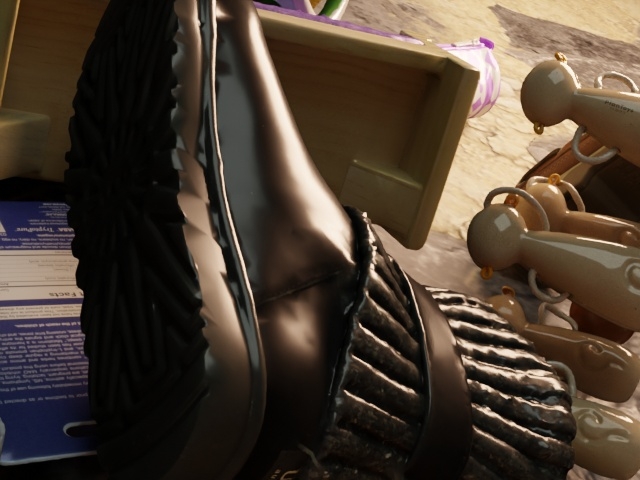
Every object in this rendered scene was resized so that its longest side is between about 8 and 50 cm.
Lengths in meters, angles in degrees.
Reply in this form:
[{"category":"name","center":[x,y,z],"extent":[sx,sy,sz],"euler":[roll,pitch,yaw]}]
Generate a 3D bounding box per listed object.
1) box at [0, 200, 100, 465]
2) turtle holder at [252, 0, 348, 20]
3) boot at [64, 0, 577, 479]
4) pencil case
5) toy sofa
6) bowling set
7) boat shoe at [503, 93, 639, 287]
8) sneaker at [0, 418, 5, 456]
[{"category":"box","center":[-0.159,0.052,0.644],"extent":[0.136,0.037,0.225],"euler":[0,34,-35]},{"category":"turtle holder","center":[-0.092,-0.221,0.942],"extent":[0.227,0.320,0.243],"euler":[11,40,20]},{"category":"boot","center":[-0.002,0.003,0.642],"extent":[0.260,0.131,0.348],"euler":[14,55,-36]},{"category":"pencil case","center":[0.099,-0.165,1.142],"extent":[0.206,0.088,0.086],"euler":[-10,40,-43]},{"category":"toy sofa","center":[-0.086,-0.109,0.815],"extent":[0.362,0.150,0.177],"euler":[7,20,-26]},{"category":"bowling set","center":[0.171,0.037,0.818],"extent":[0.154,0.200,0.287],"euler":[21,71,6]},{"category":"boat shoe","center":[0.278,-0.083,0.927],"extent":[0.111,0.307,0.104],"euler":[51,21,-25]},{"category":"sneaker","center":[-0.305,0.061,0.433],"extent":[0.365,0.137,0.210],"euler":[27,28,-3]}]
